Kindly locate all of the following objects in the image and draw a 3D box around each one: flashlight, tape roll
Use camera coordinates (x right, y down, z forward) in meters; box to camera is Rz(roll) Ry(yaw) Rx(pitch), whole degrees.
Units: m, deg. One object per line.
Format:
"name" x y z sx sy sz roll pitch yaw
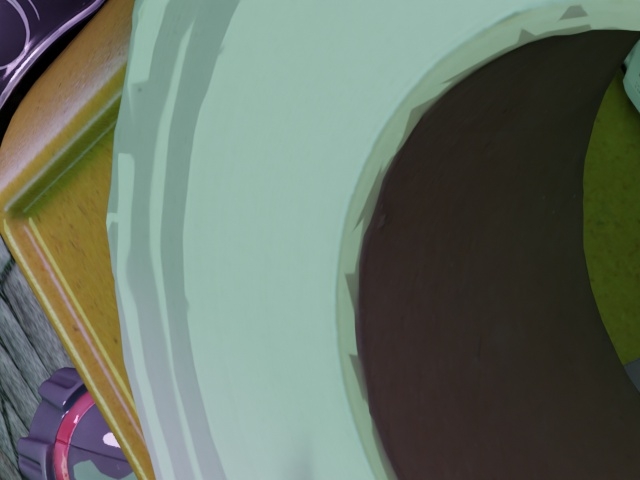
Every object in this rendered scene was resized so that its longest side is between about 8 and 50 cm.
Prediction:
"flashlight" -0.052 0.129 1.006 0.304 0.103 0.103 10 133 58
"tape roll" 0.089 0.015 0.396 0.286 0.100 0.286 15 115 36

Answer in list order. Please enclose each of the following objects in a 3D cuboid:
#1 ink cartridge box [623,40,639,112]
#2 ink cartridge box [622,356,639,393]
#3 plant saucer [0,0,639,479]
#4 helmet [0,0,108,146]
"ink cartridge box" 0.145 -0.018 0.505 0.145 0.045 0.179 57 176 11
"ink cartridge box" 0.122 0.103 0.557 0.181 0.104 0.061 60 -164 -12
"plant saucer" 0.001 0.034 0.720 0.333 0.081 0.332 60 144 4
"helmet" -0.168 -0.103 0.955 0.161 0.169 0.169 38 151 26
